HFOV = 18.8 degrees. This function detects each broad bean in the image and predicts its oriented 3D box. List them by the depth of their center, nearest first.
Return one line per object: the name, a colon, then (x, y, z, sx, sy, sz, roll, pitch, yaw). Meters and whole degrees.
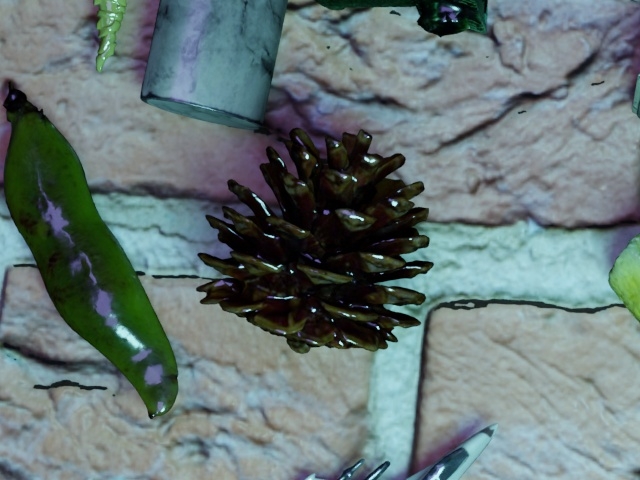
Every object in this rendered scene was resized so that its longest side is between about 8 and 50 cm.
broad bean: (-0.215, 0.006, 1.687, 0.077, 0.061, 0.339, -25, 79, -9)

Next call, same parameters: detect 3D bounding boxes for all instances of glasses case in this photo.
glasses case: (-0.076, -0.254, 1.702, 0.114, 0.060, 0.299, 14, 82, -17)

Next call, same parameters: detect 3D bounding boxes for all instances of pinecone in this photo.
pinecone: (0.000, 0.000, 1.594, 0.208, 0.208, 0.207, -1, 81, 7)

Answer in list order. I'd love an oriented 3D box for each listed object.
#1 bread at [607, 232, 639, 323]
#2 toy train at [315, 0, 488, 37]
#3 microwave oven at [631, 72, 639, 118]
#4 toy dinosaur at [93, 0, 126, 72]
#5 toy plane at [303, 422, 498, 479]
bread: (0.311, 0.037, 1.595, 0.129, 0.111, 0.114, -35, 73, -22)
toy train: (0.078, -0.338, 1.673, 0.178, 0.138, 0.330, 0, 80, 11)
microwave oven: (0.397, -0.103, 1.590, 0.240, 0.145, 0.194, 39, 90, 11)
toy dinosaur: (-0.195, -0.284, 1.712, 0.153, 0.094, 0.259, 18, 85, -19)
toy plane: (0.060, 0.238, 1.618, 0.234, 0.082, 0.160, -37, 68, -15)
